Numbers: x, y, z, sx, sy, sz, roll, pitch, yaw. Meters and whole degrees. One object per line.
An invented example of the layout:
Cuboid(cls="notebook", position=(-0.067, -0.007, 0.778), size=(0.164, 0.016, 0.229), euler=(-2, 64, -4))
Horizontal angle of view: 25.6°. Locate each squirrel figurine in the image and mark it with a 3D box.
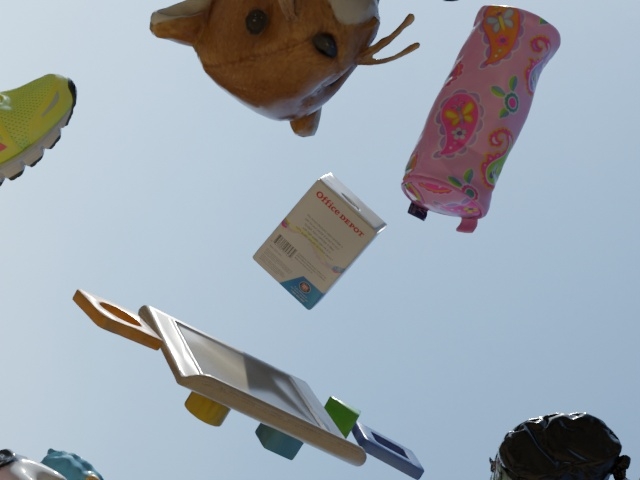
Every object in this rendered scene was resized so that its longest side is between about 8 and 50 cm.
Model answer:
Cuboid(cls="squirrel figurine", position=(0.001, -0.284, 1.258), size=(0.397, 0.281, 0.370), euler=(22, -96, 57))

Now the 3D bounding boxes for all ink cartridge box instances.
Cuboid(cls="ink cartridge box", position=(0.000, 0.000, 1.541), size=(0.088, 0.052, 0.122), euler=(43, -69, 6))

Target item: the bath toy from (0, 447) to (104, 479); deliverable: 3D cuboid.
Cuboid(cls="bath toy", position=(-0.324, 0.240, 1.128), size=(0.129, 0.348, 0.151), euler=(15, -88, 26))

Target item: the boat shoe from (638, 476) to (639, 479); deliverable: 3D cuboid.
Cuboid(cls="boat shoe", position=(0.473, 0.380, 1.937), size=(0.046, 0.038, 0.125), euler=(-37, -129, 27))

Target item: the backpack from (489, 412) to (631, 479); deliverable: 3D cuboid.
Cuboid(cls="backpack", position=(0.262, 0.279, 1.608), size=(0.182, 0.152, 0.115), euler=(92, -12, -48))

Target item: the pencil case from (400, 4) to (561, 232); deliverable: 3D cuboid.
Cuboid(cls="pencil case", position=(0.201, -0.156, 1.768), size=(0.124, 0.124, 0.284), euler=(-16, -133, 65))

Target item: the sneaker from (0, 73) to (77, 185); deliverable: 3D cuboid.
Cuboid(cls="sneaker", position=(-0.278, -0.080, 1.019), size=(0.081, 0.208, 0.094), euler=(-119, -176, -62))

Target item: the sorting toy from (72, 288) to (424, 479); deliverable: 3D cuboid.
Cuboid(cls="sorting toy", position=(-0.070, 0.134, 1.220), size=(0.047, 0.347, 0.196), euler=(-60, -156, 3))
